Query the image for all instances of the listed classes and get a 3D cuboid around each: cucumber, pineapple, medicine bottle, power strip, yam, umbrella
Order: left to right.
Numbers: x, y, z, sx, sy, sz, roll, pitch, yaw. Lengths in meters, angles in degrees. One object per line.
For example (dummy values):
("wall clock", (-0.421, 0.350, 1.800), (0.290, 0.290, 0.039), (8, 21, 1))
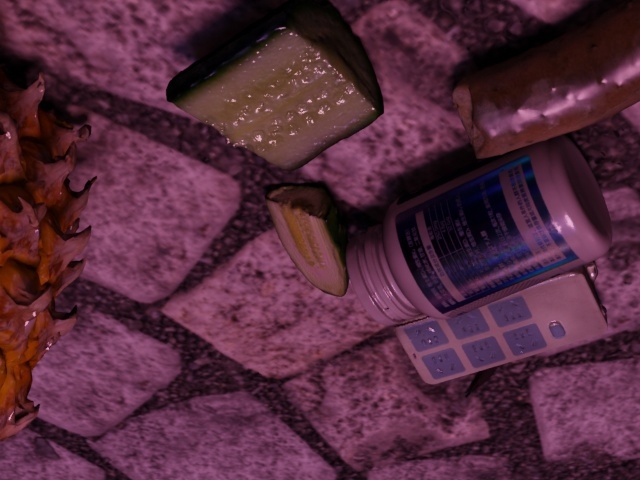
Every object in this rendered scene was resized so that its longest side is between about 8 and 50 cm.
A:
("pineapple", (-0.342, 0.012, 0.791), (0.352, 0.300, 0.352), (1, 129, 2))
("cucumber", (-0.030, -0.114, 0.803), (0.115, 0.062, 0.116), (-27, 135, 30))
("cucumber", (0.000, 0.000, 0.933), (0.067, 0.035, 0.107), (17, 144, 32))
("medicine bottle", (0.120, -0.003, 0.875), (0.191, 0.107, 0.107), (-25, 129, 26))
("umbrella", (0.165, 0.114, 1.061), (0.022, 0.013, 0.122), (5, 138, -31))
("power strip", (0.158, 0.071, 0.995), (0.192, 0.035, 0.081), (-18, 122, 20))
("yam", (0.236, -0.139, 0.758), (0.317, 0.071, 0.067), (-22, 170, 24))
